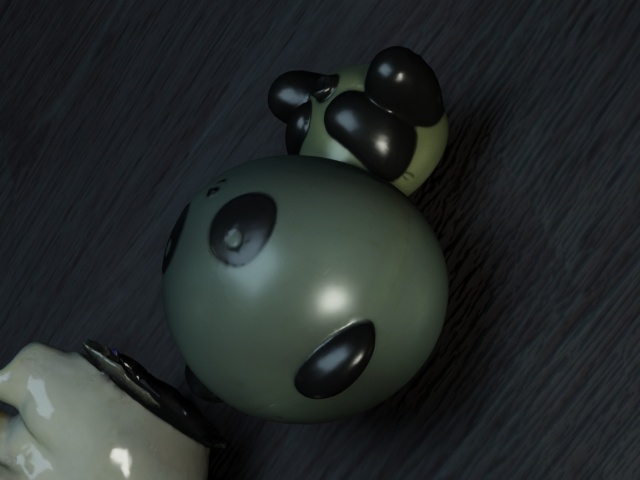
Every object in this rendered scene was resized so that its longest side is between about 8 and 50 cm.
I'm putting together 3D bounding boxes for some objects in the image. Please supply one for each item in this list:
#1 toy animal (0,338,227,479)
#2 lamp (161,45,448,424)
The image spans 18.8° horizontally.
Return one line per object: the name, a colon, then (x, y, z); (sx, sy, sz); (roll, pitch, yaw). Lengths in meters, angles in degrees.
toy animal: (-0.211, 0.227, 1.413); (0.310, 0.247, 0.183); (-55, 14, -3)
lamp: (0.000, 0.000, 1.251); (0.198, 0.198, 0.243); (-9, 57, 56)
